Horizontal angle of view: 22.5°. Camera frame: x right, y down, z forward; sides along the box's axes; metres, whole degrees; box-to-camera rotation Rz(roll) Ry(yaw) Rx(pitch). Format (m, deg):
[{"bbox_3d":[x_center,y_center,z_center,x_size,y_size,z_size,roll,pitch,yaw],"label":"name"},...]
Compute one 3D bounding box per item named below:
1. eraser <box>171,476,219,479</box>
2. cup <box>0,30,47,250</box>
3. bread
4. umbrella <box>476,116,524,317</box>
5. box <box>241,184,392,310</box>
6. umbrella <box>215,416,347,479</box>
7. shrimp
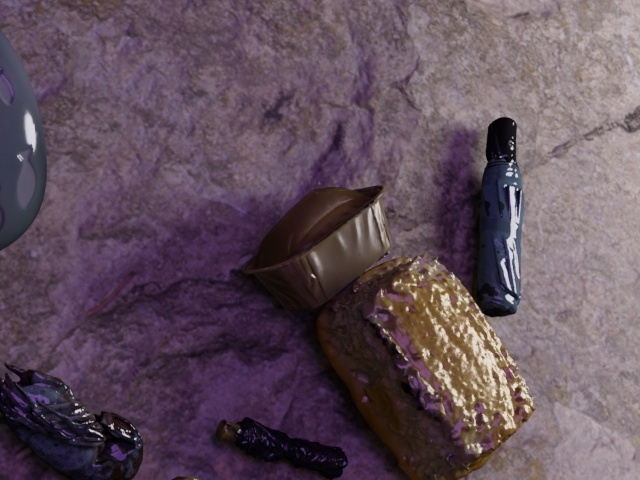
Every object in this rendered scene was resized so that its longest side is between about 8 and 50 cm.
[{"bbox_3d":[-0.082,0.344,1.550,0.158,0.069,0.226,12,64,-21],"label":"eraser"},{"bbox_3d":[-0.402,-0.033,1.464,0.274,0.259,0.357,-19,109,-32],"label":"cup"},{"bbox_3d":[0.113,0.132,1.710,0.174,0.121,0.245,-32,83,-41],"label":"bread"},{"bbox_3d":[0.211,-0.029,1.866,0.053,0.052,0.250,3,65,8],"label":"umbrella"},{"bbox_3d":[0.000,0.000,1.721,0.177,0.111,0.111,-39,90,-34],"label":"box"},{"bbox_3d":[-0.040,0.212,1.646,0.144,0.040,0.037,20,54,-22],"label":"umbrella"},{"bbox_3d":[-0.262,0.160,1.520,0.233,0.090,0.079,40,76,-23],"label":"shrimp"}]
